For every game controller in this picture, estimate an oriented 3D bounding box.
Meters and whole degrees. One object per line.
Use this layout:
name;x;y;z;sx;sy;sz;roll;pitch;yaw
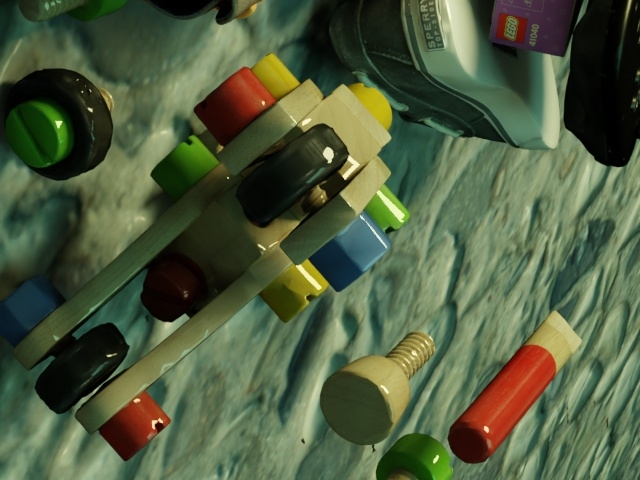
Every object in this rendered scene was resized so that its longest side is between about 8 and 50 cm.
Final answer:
game controller;0.229;-0.213;1.124;0.166;0.067;0.319;82;23;-66

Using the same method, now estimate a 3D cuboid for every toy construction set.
toy construction set;0.000;0.000;0.903;0.237;0.309;0.257;-37;152;-53

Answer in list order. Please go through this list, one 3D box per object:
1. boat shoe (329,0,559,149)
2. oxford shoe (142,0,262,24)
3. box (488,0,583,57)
boat shoe;0.096;-0.123;1.182;0.301;0.102;0.108;10;73;-66
oxford shoe;-0.045;-0.171;0.805;0.364;0.130;0.132;0;97;-52
box;0.184;-0.285;1.143;0.293;0.057;0.201;-64;164;-53
